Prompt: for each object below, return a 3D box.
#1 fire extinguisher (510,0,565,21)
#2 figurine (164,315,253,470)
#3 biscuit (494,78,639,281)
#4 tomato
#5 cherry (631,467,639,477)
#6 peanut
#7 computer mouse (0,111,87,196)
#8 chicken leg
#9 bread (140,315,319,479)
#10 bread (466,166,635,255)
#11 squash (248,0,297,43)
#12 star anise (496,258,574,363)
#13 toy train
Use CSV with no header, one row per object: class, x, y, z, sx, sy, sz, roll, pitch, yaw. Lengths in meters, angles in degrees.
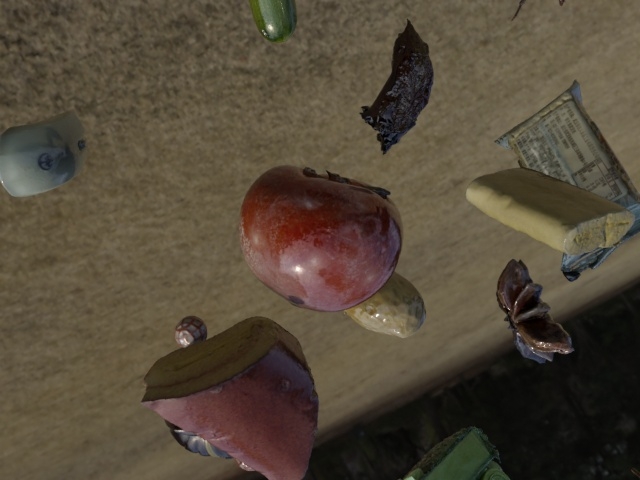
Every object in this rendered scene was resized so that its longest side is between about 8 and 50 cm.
fire extinguisher,0.157,-0.376,1.032,0.106,0.337,0.147,-57,156,-68
figurine,-0.139,0.241,1.323,0.167,0.281,0.370,-26,-178,17
biscuit,0.407,-0.106,1.277,0.186,0.309,0.079,-39,145,26
tomato,0.000,0.000,1.278,0.270,0.270,0.226,1,106,-65
cherry,0.426,0.341,0.767,0.192,0.249,0.175,-10,173,41
peanut,0.080,0.071,1.571,0.149,0.313,0.149,-34,156,-18
computer mouse,-0.341,-0.113,1.016,0.056,0.089,0.181,5,-159,13
chicken leg,0.144,-0.268,1.415,0.063,0.105,0.233,-72,-173,-75
bread,-0.055,0.129,0.674,0.192,0.067,0.119,42,75,-40
bread,0.299,-0.041,1.047,0.140,0.178,0.060,-12,121,-32
squash,-0.080,-0.393,1.093,0.069,0.238,0.069,-11,-159,4
star anise,0.430,0.158,1.613,0.093,0.229,0.236,-22,-152,-7
toy train,0.265,0.510,1.585,0.272,0.188,0.159,-30,167,-45
